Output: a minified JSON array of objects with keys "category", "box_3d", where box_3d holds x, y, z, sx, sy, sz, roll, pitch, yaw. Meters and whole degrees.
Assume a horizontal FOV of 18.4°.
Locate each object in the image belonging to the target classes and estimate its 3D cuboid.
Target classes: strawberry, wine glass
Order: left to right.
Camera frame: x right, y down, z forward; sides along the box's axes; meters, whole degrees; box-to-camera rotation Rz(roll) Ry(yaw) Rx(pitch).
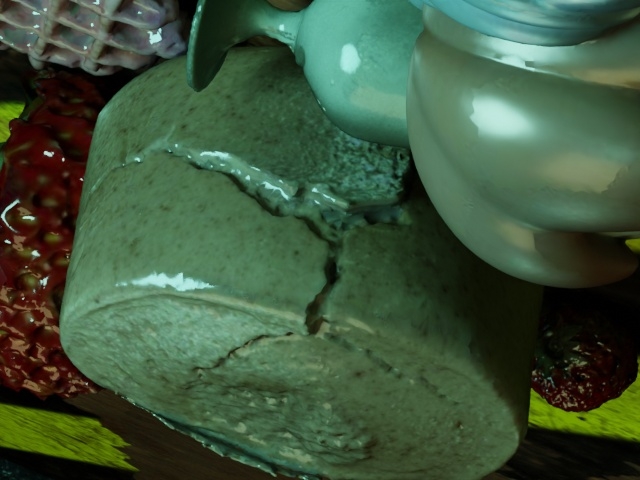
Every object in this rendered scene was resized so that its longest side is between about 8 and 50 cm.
[{"category":"strawberry","box_3d":[-0.156,0.009,1.414,0.258,0.261,0.261,34,158,-12]},{"category":"wine glass","box_3d":[0.050,-0.101,1.106,0.231,0.103,0.103,16,159,7]},{"category":"strawberry","box_3d":[0.196,0.087,1.470,0.096,0.083,0.083,27,161,-31]}]

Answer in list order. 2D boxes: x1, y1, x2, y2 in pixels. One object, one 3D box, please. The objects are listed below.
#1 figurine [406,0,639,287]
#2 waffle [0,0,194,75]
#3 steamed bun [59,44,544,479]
[{"category":"figurine","box_3d":[0.200,-0.076,0.799,0.388,0.248,0.276,11,-174,-1]},{"category":"waffle","box_3d":[-0.191,-0.174,1.238,0.221,0.055,0.234,9,157,34]},{"category":"steamed bun","box_3d":[0.000,0.000,1.203,0.301,0.251,0.199,17,152,-7]}]
